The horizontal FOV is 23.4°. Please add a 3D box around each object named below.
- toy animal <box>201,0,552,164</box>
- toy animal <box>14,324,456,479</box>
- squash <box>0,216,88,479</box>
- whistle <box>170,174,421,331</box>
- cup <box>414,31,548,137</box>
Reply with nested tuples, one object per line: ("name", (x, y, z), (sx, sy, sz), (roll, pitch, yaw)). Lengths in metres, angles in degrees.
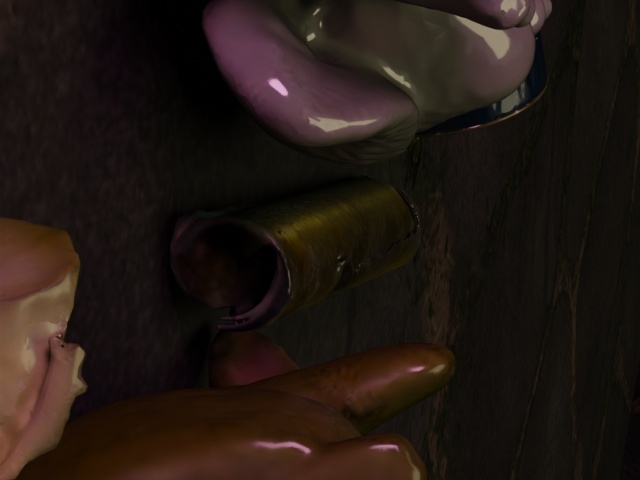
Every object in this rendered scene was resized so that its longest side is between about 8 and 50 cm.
("toy animal", (0.012, -0.140, 0.696), (0.249, 0.174, 0.289), (-83, 166, -48))
("toy animal", (-0.013, 0.127, 0.668), (0.363, 0.180, 0.181), (-10, 104, -73))
("squash", (-0.138, 0.126, 0.391), (0.093, 0.169, 0.252), (34, -49, 57))
("whistle", (0.001, 0.000, 0.874), (0.068, 0.057, 0.326), (69, 17, 0))
("cup", (0.049, -0.149, 0.909), (0.176, 0.131, 0.155), (-32, 125, -37))
